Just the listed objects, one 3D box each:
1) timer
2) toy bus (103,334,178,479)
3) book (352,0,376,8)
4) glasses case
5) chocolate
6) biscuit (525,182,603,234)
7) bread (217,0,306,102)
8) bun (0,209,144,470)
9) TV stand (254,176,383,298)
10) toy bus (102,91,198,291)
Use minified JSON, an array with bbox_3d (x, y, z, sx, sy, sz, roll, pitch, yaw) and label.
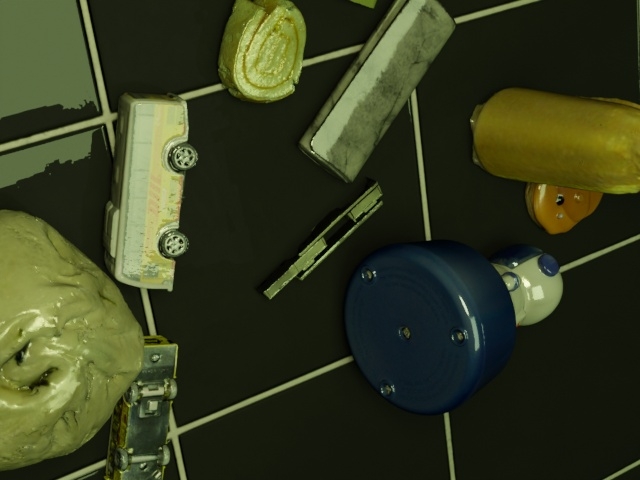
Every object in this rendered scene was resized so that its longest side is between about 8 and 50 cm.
[{"bbox_3d":[0.253,0.101,1.868,0.383,0.270,0.270,-17,115,-45],"label":"timer"},{"bbox_3d":[-0.260,0.251,1.661,0.081,0.074,0.226,-2,106,-33],"label":"toy bus"},{"bbox_3d":[0.046,-0.523,1.619,0.239,0.035,0.352,12,98,-42],"label":"book"},{"bbox_3d":[0.088,-0.235,1.734,0.114,0.060,0.299,37,84,-35],"label":"glasses case"},{"bbox_3d":[0.430,-0.140,1.755,0.162,0.445,0.162,-9,106,-33],"label":"chocolate"},{"bbox_3d":[0.432,-0.097,2.008,0.170,0.050,0.170,-11,110,-31],"label":"biscuit"},{"bbox_3d":[-0.081,-0.270,1.613,0.117,0.064,0.156,9,99,-39],"label":"bread"},{"bbox_3d":[-0.406,0.137,1.439,0.362,0.234,0.326,35,91,-29],"label":"bun"},{"bbox_3d":[0.000,0.000,1.769,0.249,0.036,0.042,-43,125,-14],"label":"TV stand"},{"bbox_3d":[-0.235,-0.066,1.567,0.106,0.092,0.268,2,105,-24],"label":"toy bus"}]
